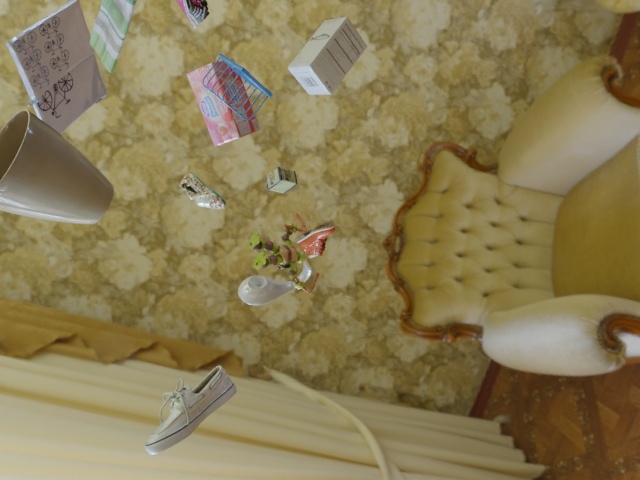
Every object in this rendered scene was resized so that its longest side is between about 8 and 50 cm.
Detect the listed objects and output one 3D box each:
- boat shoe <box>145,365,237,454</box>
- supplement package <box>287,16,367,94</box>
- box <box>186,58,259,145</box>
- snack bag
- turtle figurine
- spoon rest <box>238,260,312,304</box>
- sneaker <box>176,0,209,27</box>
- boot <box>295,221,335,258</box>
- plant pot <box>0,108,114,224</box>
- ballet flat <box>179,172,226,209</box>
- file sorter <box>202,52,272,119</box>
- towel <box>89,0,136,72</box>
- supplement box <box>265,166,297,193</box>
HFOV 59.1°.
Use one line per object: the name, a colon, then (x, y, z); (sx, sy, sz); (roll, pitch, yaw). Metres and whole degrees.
boat shoe: (-0.436, 0.523, 1.831); (0.136, 0.156, 0.367); (-18, 11, 46)
supplement package: (0.020, -0.490, 1.506); (0.105, 0.105, 0.179); (17, 68, 52)
box: (-0.383, -0.547, 2.238); (0.142, 0.300, 0.154); (-11, 17, 32)
snack bag: (-0.773, -0.506, 1.701); (0.343, 0.037, 0.323); (90, -163, -45)
turtle figurine: (-0.119, 0.033, 1.741); (0.087, 0.217, 0.270); (-25, 65, 40)
spoon rest: (-0.163, 0.159, 2.044); (0.084, 0.276, 0.137); (87, 157, -43)
sneaker: (-0.369, -0.689, 1.642); (0.074, 0.063, 0.170); (-37, -8, 0)
boot: (0.000, 0.000, 1.666); (0.158, 0.085, 0.059); (-27, 2, 46)
plant pot: (-0.686, -0.152, 1.446); (0.256, 0.274, 0.257); (-22, 53, 33)
ballet flat: (-0.434, -0.166, 2.059); (0.077, 0.241, 0.091); (-39, -40, -18)
file sorter: (-0.238, -0.425, 1.567); (0.104, 0.118, 0.170); (-50, 42, 4)
towel: (-0.388, -0.406, 1.044); (0.113, 0.023, 0.152); (53, 125, 32)
supplement box: (-0.146, -0.223, 2.097); (0.083, 0.083, 0.056); (-31, 61, 39)
